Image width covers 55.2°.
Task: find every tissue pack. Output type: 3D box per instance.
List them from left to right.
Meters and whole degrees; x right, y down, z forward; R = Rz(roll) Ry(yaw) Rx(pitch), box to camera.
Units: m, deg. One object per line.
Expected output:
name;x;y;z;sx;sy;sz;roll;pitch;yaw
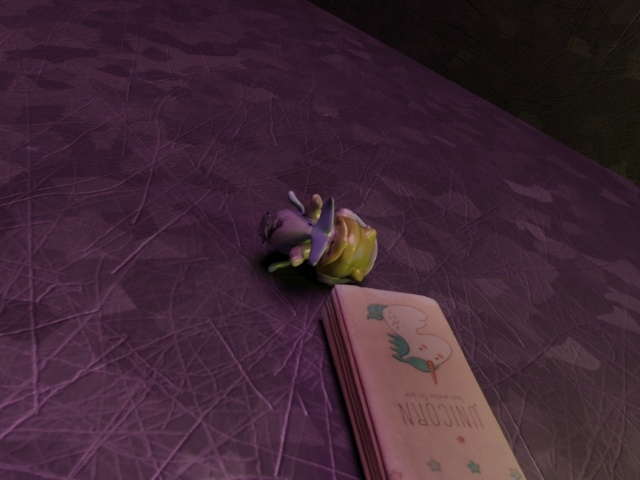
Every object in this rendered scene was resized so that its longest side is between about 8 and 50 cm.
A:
tissue pack;0.112;0.188;0.742;0.170;0.071;0.325;10;34;-20

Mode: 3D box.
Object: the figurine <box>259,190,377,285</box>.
figurine;0.000;0.000;0.898;0.183;0.128;0.208;16;-5;-6
